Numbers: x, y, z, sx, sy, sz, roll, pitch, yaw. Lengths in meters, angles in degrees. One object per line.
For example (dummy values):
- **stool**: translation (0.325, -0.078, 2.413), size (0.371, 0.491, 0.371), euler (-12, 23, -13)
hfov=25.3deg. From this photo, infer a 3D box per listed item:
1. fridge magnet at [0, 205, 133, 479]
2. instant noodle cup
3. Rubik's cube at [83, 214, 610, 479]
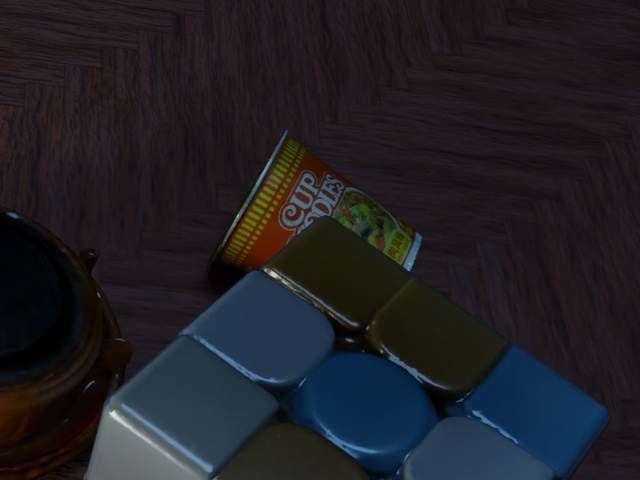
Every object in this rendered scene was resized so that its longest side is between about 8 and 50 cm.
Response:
- **fridge magnet**: translation (-0.373, 0.090, 1.477), size (0.363, 0.155, 0.363), euler (18, 43, -17)
- **instant noodle cup**: translation (0.000, 0.000, 1.713), size (0.212, 0.193, 0.193), euler (30, 43, -5)
- **Rubik's cube**: translation (0.002, 0.252, 1.327), size (0.346, 0.347, 0.344), euler (34, 44, 15)
